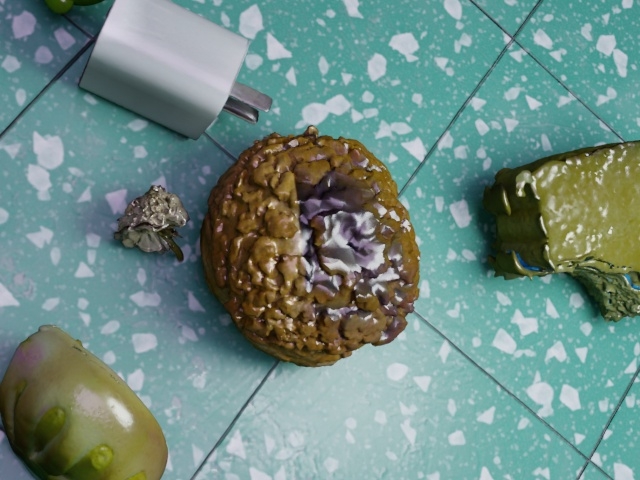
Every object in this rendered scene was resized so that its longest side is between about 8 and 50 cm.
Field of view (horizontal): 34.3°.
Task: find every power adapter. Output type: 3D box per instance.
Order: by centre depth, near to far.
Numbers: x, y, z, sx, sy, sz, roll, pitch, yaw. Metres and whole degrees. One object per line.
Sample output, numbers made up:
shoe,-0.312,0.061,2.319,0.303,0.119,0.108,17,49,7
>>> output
power adapter,-0.192,-0.230,1.437,0.255,0.187,0.124,25,72,-15

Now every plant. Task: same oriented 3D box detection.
plant,-0.221,-0.009,1.428,0.104,0.116,0.122,-40,115,-10

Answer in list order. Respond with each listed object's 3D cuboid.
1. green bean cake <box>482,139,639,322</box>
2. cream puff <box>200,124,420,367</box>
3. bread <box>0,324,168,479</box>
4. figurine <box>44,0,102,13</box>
green bean cake,0.405,-0.002,1.623,0.310,0.202,0.285,-10,95,-21
cream puff,0.000,0.000,1.439,0.327,0.231,0.343,36,69,-7
bread,-0.301,0.235,1.313,0.260,0.156,0.158,47,66,-5
figurine,-0.352,-0.445,1.454,0.162,0.143,0.263,-18,75,4
